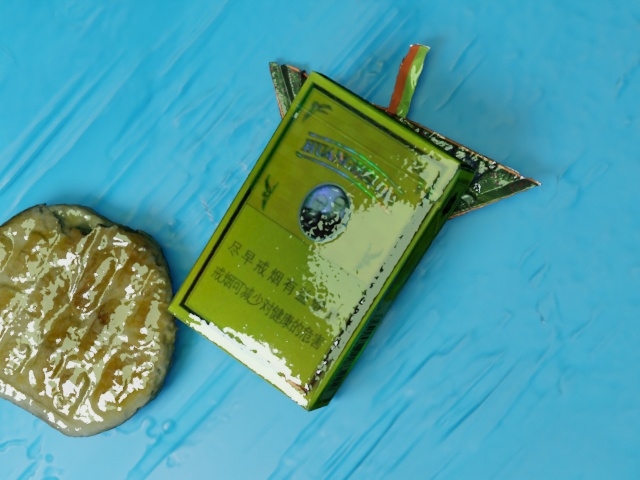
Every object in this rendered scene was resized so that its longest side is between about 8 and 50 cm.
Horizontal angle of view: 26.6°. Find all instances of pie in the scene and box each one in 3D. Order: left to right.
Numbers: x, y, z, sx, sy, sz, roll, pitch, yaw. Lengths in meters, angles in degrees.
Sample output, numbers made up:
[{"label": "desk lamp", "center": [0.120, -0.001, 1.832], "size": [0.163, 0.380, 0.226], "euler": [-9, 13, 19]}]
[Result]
[{"label": "pie", "center": [-0.201, 0.059, 1.088], "size": [0.195, 0.046, 0.195], "euler": [0, 88, 12]}]

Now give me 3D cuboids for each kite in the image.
[{"label": "kite", "center": [0.054, -0.064, 1.057], "size": [0.241, 0.014, 0.183], "euler": [22, 95, 18]}]

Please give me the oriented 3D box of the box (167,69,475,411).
[{"label": "box", "center": [0.000, 0.000, 1.032], "size": [0.141, 0.064, 0.220], "euler": [35, 97, 16]}]
